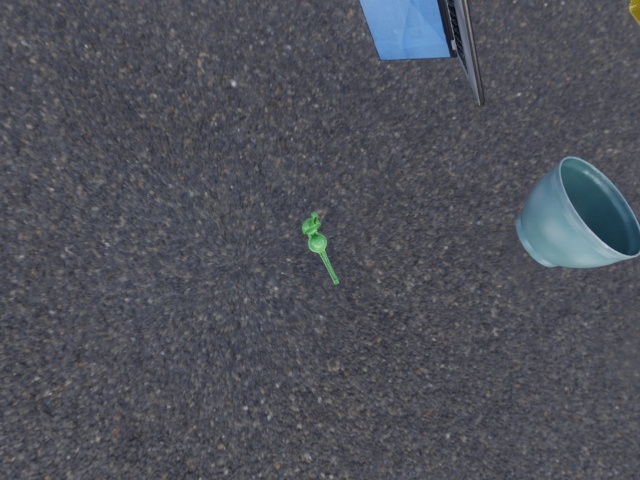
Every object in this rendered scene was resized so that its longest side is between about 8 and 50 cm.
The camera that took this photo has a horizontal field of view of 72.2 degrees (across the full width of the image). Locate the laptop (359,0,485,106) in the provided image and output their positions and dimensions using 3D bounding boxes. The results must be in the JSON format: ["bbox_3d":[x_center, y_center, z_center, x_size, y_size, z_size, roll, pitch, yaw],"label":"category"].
[{"bbox_3d":[0.232,-0.569,1.133,0.236,0.382,0.408,-17,49,17],"label":"laptop"}]

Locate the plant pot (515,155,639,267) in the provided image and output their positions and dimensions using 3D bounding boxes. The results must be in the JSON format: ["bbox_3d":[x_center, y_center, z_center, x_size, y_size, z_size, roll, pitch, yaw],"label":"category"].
[{"bbox_3d":[0.654,-0.045,1.162,0.293,0.196,0.293,16,54,-23],"label":"plant pot"}]

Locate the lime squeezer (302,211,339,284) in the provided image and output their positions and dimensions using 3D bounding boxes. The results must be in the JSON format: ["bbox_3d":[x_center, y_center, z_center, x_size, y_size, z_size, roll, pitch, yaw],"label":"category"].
[{"bbox_3d":[0.000,0.000,1.266,0.059,0.310,0.110,-41,52,-20],"label":"lime squeezer"}]

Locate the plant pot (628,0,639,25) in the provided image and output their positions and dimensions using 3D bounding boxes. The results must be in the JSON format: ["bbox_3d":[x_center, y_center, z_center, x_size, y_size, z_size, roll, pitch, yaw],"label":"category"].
[{"bbox_3d":[0.887,-0.580,1.005,0.187,0.212,0.212,-20,67,11],"label":"plant pot"}]
